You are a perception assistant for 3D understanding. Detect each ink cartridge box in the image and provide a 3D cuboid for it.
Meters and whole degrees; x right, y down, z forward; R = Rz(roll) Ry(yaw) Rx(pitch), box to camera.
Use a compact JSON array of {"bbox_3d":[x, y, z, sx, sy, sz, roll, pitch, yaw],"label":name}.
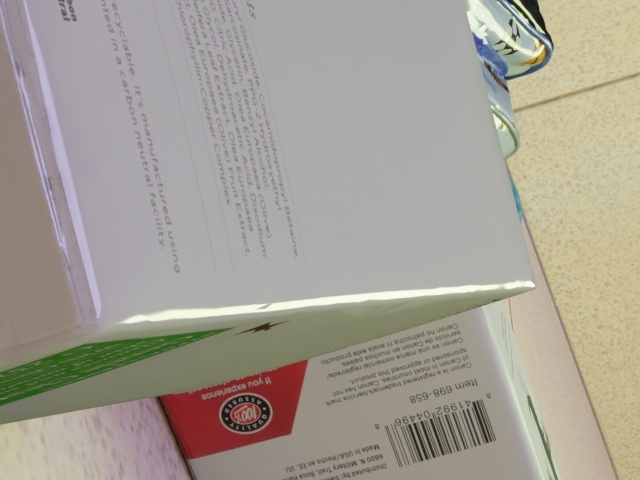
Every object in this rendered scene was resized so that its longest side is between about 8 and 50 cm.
[{"bbox_3d":[0.041,0.147,1.089,0.114,0.197,0.273,-77,149,-67],"label":"ink cartridge box"}]

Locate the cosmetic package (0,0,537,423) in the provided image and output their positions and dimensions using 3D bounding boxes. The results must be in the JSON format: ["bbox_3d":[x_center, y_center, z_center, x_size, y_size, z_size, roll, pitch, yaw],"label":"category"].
[{"bbox_3d":[-0.079,-0.024,0.629,0.365,0.197,0.155,1,73,-64],"label":"cosmetic package"}]

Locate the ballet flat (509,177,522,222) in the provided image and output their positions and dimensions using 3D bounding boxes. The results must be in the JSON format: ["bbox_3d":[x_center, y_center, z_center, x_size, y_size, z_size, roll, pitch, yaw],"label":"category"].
[{"bbox_3d":[0.000,0.000,0.945,0.077,0.241,0.091,-3,-89,57],"label":"ballet flat"}]

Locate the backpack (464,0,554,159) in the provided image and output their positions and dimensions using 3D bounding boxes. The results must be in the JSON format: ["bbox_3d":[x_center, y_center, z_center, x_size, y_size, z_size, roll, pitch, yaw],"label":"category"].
[{"bbox_3d":[-0.015,-0.124,1.040,0.276,0.263,0.213,37,44,-60],"label":"backpack"}]
